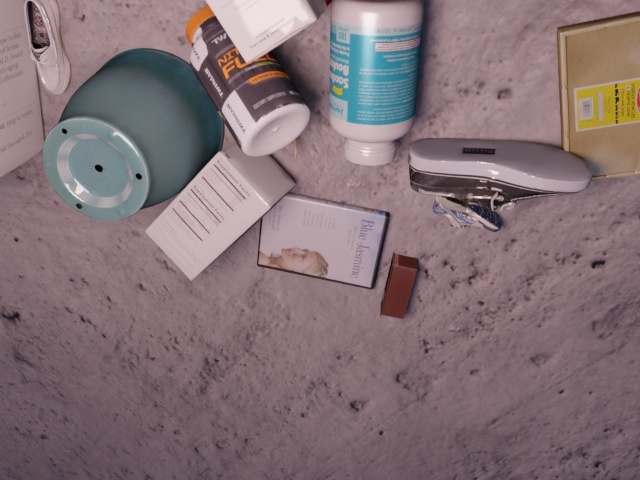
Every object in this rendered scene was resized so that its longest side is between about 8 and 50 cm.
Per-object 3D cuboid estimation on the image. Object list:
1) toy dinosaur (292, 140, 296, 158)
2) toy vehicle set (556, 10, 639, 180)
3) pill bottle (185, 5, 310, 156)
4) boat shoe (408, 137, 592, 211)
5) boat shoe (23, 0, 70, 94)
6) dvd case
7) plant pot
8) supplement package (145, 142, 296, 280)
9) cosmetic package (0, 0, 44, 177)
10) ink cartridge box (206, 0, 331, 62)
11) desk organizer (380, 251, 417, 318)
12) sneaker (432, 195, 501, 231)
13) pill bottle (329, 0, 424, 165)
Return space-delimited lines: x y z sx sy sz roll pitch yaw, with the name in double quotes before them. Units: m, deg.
"toy dinosaur" -0.085 -0.243 1.137 0.183 0.053 0.092 42 134 -5
"toy vehicle set" 0.483 -0.229 1.030 0.165 0.035 0.267 -6 119 14
"pill bottle" -0.130 -0.270 1.031 0.130 0.130 0.246 -41 72 28
"boat shoe" 0.303 -0.104 1.091 0.306 0.113 0.105 6 129 15
"boat shoe" -0.500 -0.351 1.138 0.066 0.063 0.184 14 121 3
"dvd case" 0.000 0.000 1.269 0.252 0.022 0.180 11 121 4
"plant pot" -0.336 -0.171 1.099 0.271 0.255 0.272 5 120 8
"supplement package" -0.189 -0.062 1.187 0.134 0.139 0.244 47 120 -5
"cosmetic package" -0.717 -0.305 1.056 0.329 0.327 0.394 10 120 6
"ink cartridge box" -0.118 -0.443 0.914 0.131 0.226 0.306 -27 111 23
"desk organizer" 0.159 0.095 1.279 0.050 0.047 0.130 11 122 2
"sneaker" 0.272 -0.048 1.177 0.135 0.052 0.058 28 132 3
"pill bottle" 0.087 -0.261 1.025 0.146 0.146 0.264 5 120 8
